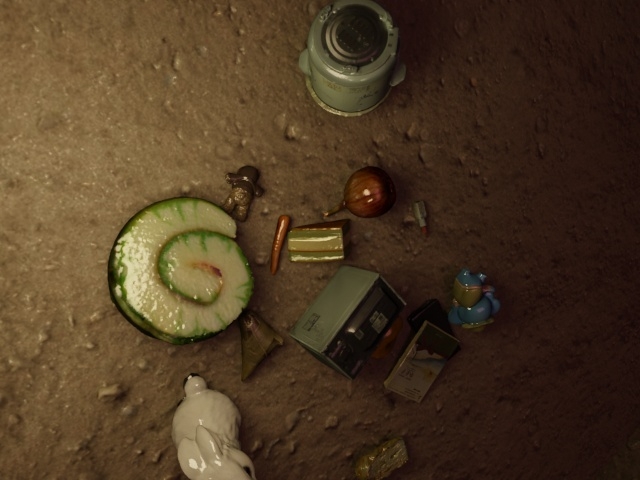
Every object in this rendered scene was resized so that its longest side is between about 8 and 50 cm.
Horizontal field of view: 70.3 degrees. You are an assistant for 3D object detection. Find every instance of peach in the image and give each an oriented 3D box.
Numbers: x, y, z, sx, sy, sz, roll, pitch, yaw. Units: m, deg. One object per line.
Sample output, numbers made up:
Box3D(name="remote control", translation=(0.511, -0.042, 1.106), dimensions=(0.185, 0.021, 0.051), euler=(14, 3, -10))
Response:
Box3D(name="peach", translation=(0.210, 0.318, 1.545), dimensions=(0.179, 0.103, 0.179), euler=(-48, 159, -26))

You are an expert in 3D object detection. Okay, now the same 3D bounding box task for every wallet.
Box3D(name="wallet", translation=(0.441, 0.362, 1.739), dimensions=(0.146, 0.030, 0.285), euler=(-35, 114, -13))

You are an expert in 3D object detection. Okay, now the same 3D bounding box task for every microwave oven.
Box3D(name="microwave oven", translation=(0.089, 0.253, 1.421), dimensions=(0.295, 0.238, 0.181), euler=(-51, 118, -17))

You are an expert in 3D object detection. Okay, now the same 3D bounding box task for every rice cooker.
Box3D(name="rice cooker", translation=(0.090, -0.503, 1.271), dimensions=(0.317, 0.317, 0.264), euler=(8, 83, -29))

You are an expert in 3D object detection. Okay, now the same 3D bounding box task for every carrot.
Box3D(name="carrot", translation=(-0.129, 0.014, 1.381), dimensions=(0.037, 0.037, 0.190), euler=(12, 96, -29))

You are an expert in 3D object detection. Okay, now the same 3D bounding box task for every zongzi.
Box3D(name="zongzi", translation=(-0.222, 0.310, 1.357), dimensions=(0.176, 0.078, 0.160), euler=(-45, 110, -11))

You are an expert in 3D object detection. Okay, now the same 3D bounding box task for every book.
Box3D(name="book", translation=(0.382, 0.458, 1.706), dimensions=(0.201, 0.026, 0.289), euler=(31, 91, -29))

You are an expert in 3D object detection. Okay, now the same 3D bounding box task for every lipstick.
Box3D(name="lipstick", translation=(0.361, -0.080, 1.623), dimensions=(0.030, 0.030, 0.129), euler=(-25, 109, -22))

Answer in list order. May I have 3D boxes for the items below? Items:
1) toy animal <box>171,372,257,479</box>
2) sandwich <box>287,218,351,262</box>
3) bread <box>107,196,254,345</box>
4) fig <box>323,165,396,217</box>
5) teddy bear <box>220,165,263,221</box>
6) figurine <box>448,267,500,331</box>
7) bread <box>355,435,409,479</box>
Box3D(name="toy animal", translation=(-0.285, 0.534, 1.200), dimensions=(0.194, 0.357, 0.257), euler=(-32, 110, -17))
Box3D(name="sandwich", translation=(0.000, 0.000, 1.457), dimensions=(0.188, 0.144, 0.117), euler=(-2, 101, 9))
Box3D(name="bread", translation=(-0.347, 0.071, 1.178), dimensions=(0.366, 0.129, 0.381), euler=(32, 68, -18))
Box3D(name="fig", translation=(0.130, -0.140, 1.442), dimensions=(0.175, 0.207, 0.175), euler=(30, 49, -42))
Box3D(name="teddy bear", translation=(-0.221, -0.136, 1.281), dimensions=(0.120, 0.078, 0.160), euler=(21, 89, -25))
Box3D(name="figurine", translation=(0.587, 0.224, 1.722), dimensions=(0.180, 0.154, 0.261), euler=(-13, 115, -31))
Box3D(name="bread", translation=(0.224, 0.804, 1.669), dimensions=(0.232, 0.088, 0.127), euler=(-21, 116, -30))
